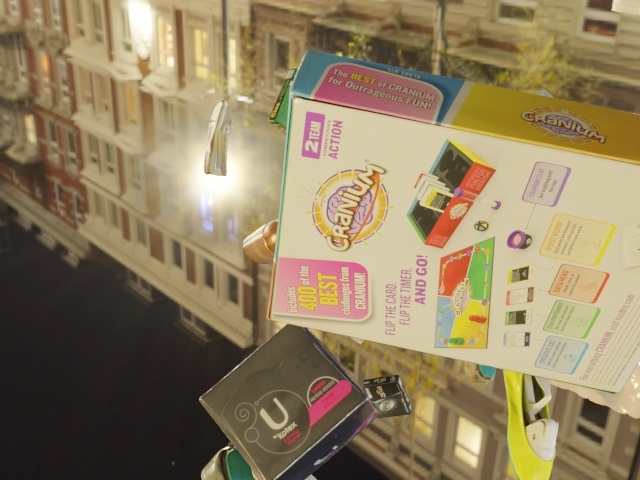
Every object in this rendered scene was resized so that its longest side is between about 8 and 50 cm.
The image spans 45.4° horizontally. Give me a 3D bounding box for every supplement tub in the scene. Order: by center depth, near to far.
[{"bbox_3d":[0.549,-0.447,1.317,0.071,0.107,0.071,6,-157,-2],"label":"supplement tub"}]

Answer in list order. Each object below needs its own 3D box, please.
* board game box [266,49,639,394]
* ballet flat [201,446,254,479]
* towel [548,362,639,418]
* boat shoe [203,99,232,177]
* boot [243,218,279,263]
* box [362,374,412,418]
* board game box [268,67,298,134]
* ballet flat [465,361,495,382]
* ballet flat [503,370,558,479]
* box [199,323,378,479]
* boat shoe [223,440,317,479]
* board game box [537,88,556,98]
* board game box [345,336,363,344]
[{"bbox_3d":[0.124,-0.004,0.609,0.316,0.242,0.064,12,-137,3],"label":"board game box"},{"bbox_3d":[-0.098,0.362,0.947,0.072,0.068,0.213,23,-147,-43],"label":"ballet flat"},{"bbox_3d":[0.425,0.108,1.312,0.053,0.317,0.332,-21,-150,-40],"label":"towel"},{"bbox_3d":[-0.199,-0.204,1.541,0.048,0.153,0.056,8,-174,-25],"label":"boat shoe"},{"bbox_3d":[0.000,0.000,1.156,0.152,0.073,0.197,-23,164,37],"label":"boot"},{"bbox_3d":[0.119,0.278,1.361,0.067,0.083,0.018,-12,-149,18],"label":"box"},{"bbox_3d":[0.002,-0.261,1.732,0.030,0.136,0.259,5,157,49],"label":"board game box"},{"bbox_3d":[0.329,0.210,1.653,0.073,0.067,0.206,14,-122,-23],"label":"ballet flat"},{"bbox_3d":[0.338,0.278,1.215,0.077,0.077,0.231,19,-127,-26],"label":"ballet flat"},{"bbox_3d":[-0.029,0.228,1.044,0.165,0.270,0.143,-41,-107,-5],"label":"box"},{"bbox_3d":[-0.090,0.547,1.598,0.340,0.158,0.127,53,-144,13],"label":"boat shoe"},{"bbox_3d":[0.529,-0.198,1.682,0.145,0.027,0.281,-38,-119,5],"label":"board game box"},{"bbox_3d":[0.085,0.105,1.358,0.154,0.026,0.103,-54,-159,-9],"label":"board game box"}]
